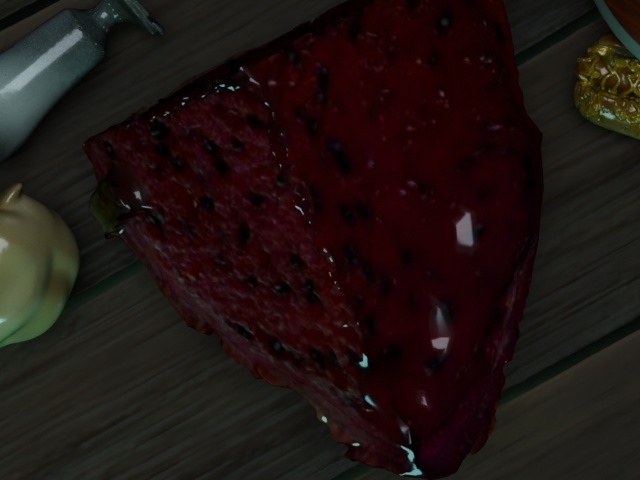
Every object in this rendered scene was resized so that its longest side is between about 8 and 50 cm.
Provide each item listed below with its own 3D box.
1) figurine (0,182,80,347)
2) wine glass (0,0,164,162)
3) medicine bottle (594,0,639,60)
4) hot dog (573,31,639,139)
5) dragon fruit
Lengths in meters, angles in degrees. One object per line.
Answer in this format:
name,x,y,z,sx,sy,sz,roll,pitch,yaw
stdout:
figurine,-0.259,-0.001,1.174,0.196,0.108,0.114,29,79,22
wine glass,-0.188,-0.121,1.179,0.155,0.072,0.072,-40,86,0
medicine bottle,0.295,-0.233,1.051,0.252,0.241,0.253,-1,75,2
hot dog,0.251,-0.093,1.164,0.165,0.045,0.071,20,90,4
dragon fruit,0.000,0.000,1.082,0.302,0.240,0.330,-22,78,21
